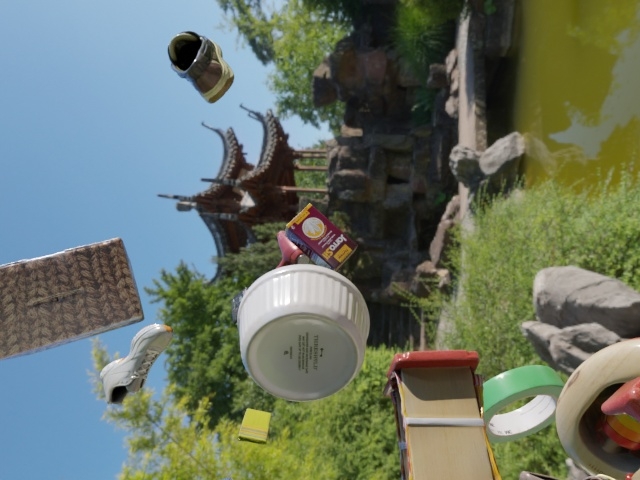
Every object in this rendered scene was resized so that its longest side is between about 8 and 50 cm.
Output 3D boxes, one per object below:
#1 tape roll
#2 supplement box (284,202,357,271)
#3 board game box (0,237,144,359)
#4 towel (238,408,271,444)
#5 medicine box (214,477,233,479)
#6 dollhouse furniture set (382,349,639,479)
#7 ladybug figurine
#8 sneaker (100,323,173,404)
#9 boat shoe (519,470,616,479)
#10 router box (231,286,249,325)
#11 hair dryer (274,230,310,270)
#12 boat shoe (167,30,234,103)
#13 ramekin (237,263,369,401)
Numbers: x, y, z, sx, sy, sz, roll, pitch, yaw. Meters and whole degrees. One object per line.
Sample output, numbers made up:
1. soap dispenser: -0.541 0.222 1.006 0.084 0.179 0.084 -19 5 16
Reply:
1. tape roll: 0.622 0.524 1.476 0.077 0.320 0.321 -107 10 -50
2. supplement box: 0.000 0.000 1.337 0.104 0.188 0.081 -45 -10 -20
3. board game box: -0.462 0.113 0.864 0.291 0.231 0.141 -28 78 69
4. towel: -0.239 0.685 1.719 0.237 0.102 0.021 -125 49 -87
5. medicine box: -0.263 0.540 0.698 0.149 0.263 0.289 64 -159 -14
6. dollhouse furniture set: 0.274 0.258 0.578 0.152 0.373 0.202 85 -175 -54
7. ladybug figurine: 0.760 0.397 1.115 0.161 0.305 0.450 -27 -37 -45
8. sneaker: -0.489 0.345 1.270 0.099 0.262 0.121 36 -167 -43
9. boat shoe: 0.553 0.524 0.930 0.116 0.324 0.097 104 171 -81
10. router box: -0.300 0.256 1.804 0.038 0.092 0.123 33 -152 -36
11. hair dryer: -0.130 0.085 1.538 0.080 0.223 0.294 45 -140 -42
12. boat shoe: -0.201 -0.293 0.732 0.073 0.080 0.224 42 -171 -47
13. ramekin: -0.034 0.192 0.912 0.127 0.272 0.273 -90 -1 -64
